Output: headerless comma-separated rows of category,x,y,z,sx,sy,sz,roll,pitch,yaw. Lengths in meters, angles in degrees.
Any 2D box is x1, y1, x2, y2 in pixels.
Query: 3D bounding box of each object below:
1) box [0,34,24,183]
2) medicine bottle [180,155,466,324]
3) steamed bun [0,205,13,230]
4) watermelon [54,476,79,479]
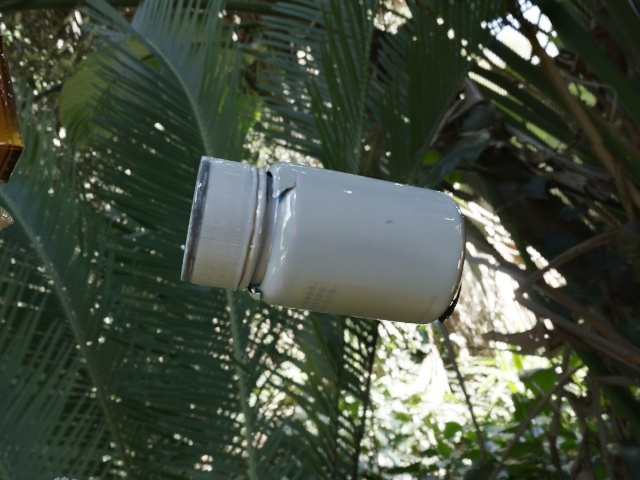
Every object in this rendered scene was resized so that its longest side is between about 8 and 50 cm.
box,-0.403,-0.139,0.519,0.237,0.152,0.070,4,-33,-47
medicine bottle,0.000,0.000,0.582,0.257,0.144,0.143,9,-21,-14
steamed bun,-0.693,-0.027,1.025,0.231,0.110,0.213,-33,-33,-14
watermelon,-0.365,0.416,0.891,0.154,0.080,0.101,12,-5,-3
